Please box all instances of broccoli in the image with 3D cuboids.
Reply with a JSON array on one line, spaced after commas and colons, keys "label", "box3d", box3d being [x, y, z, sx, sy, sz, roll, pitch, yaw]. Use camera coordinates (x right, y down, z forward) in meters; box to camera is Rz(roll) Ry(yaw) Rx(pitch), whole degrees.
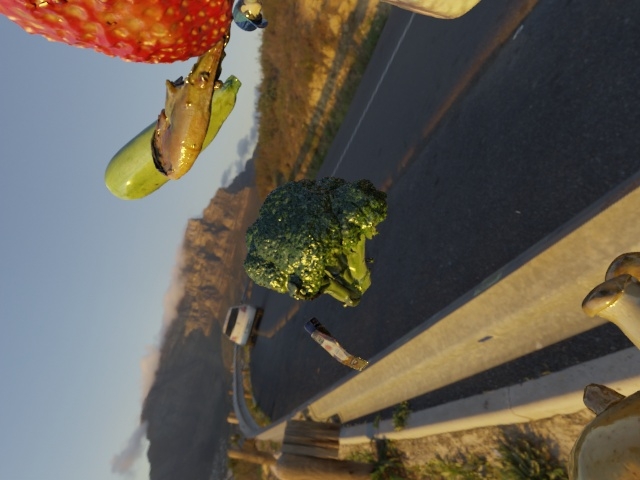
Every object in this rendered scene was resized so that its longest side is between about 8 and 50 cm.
[{"label": "broccoli", "box3d": [0.000, 0.000, 0.863, 0.304, 0.283, 0.321, -38, 23, 0]}]

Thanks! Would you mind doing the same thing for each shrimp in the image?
[{"label": "shrimp", "box3d": [-0.208, -0.218, 0.623, 0.066, 0.117, 0.261, -9, -54, -60]}]

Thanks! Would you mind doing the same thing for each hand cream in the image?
[{"label": "hand cream", "box3d": [0.034, 0.236, 0.936, 0.039, 0.163, 0.062, -42, -15, -39]}]

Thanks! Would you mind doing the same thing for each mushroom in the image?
[{"label": "mushroom", "box3d": [0.392, 0.100, 0.430, 0.213, 0.097, 0.088, 33, 152, 47]}]

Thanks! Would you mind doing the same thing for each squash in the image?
[{"label": "squash", "box3d": [-0.313, -0.221, 0.908, 0.371, 0.118, 0.118, -39, 13, 3]}]

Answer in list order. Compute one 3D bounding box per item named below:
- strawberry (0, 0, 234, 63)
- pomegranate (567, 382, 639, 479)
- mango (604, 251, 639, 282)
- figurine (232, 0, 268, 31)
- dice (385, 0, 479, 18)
[{"label": "strawberry", "box3d": [-0.196, -0.290, 0.378, 0.239, 0.288, 0.249, -19, 55, 28]}, {"label": "pomegranate", "box3d": [0.636, 0.420, 0.731, 0.410, 0.411, 0.409, -165, 90, -81]}, {"label": "mango", "box3d": [0.459, 0.087, 0.530, 0.178, 0.090, 0.114, 23, 102, 37]}, {"label": "figurine", "box3d": [-0.167, -0.577, 0.993, 0.149, 0.088, 0.086, 99, 171, -46]}, {"label": "dice", "box3d": [0.144, -0.536, 0.669, 0.271, 0.271, 0.269, 46, 129, 41]}]
